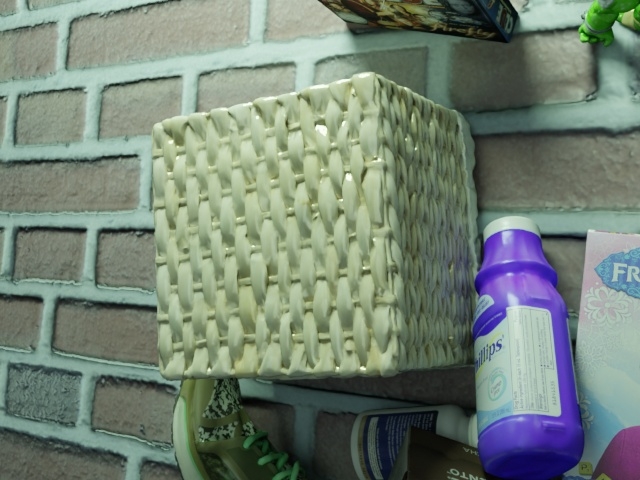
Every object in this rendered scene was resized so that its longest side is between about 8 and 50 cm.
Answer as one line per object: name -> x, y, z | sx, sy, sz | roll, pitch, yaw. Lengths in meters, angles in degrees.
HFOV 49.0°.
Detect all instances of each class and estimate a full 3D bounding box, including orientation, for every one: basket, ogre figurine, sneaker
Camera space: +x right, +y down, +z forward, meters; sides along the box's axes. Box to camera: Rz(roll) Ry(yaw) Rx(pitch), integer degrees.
basket -> 0.000, 0.000, 0.845 | 0.328, 0.266, 0.331 | -7, 81, 28
ogre figurine -> 0.377, -0.260, 0.747 | 0.197, 0.118, 0.097 | 16, 93, 28
sneaker -> -0.069, 0.328, 0.938 | 0.182, 0.158, 0.410 | -16, 83, 13

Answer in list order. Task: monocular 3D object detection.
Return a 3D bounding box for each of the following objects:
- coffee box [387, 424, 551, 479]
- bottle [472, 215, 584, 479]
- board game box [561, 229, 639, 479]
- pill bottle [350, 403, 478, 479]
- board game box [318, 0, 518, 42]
coffee box -> 0.125, 0.376, 0.765 | 0.168, 0.119, 0.297 | 18, 108, 4
bottle -> 0.216, 0.106, 0.762 | 0.092, 0.118, 0.283 | 9, 57, -5
board game box -> 0.416, 0.161, 0.700 | 0.318, 0.066, 0.318 | 5, 88, 21
pill bottle -> 0.130, 0.247, 0.847 | 0.169, 0.094, 0.094 | -11, 80, 27
board game box -> 0.104, -0.304, 0.871 | 0.243, 0.165, 0.042 | 17, 94, 29
